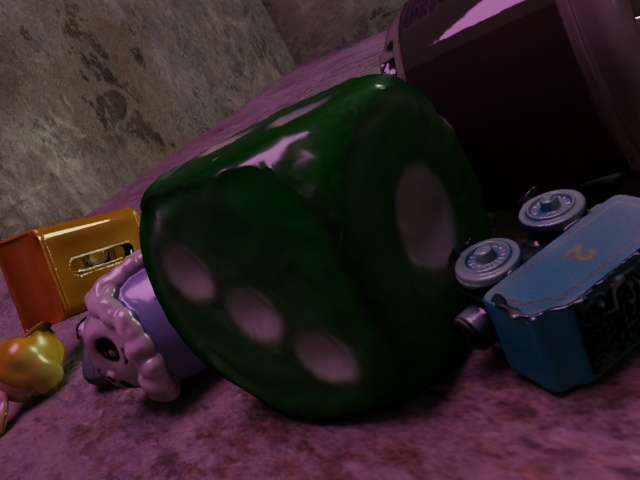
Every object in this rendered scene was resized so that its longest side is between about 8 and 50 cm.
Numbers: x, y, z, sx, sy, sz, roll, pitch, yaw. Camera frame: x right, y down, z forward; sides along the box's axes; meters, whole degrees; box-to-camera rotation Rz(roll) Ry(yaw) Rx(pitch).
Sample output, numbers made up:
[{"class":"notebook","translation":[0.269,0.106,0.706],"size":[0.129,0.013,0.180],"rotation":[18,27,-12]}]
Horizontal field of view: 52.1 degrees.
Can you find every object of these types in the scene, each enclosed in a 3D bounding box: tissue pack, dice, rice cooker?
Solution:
[{"class":"tissue pack","translation":[-0.501,0.049,1.377],"size":[0.145,0.194,0.274],"rotation":[-19,4,29]},{"class":"dice","translation":[0.000,0.000,0.744],"size":[0.300,0.297,0.287],"rotation":[-13,25,42]},{"class":"rice cooker","translation":[0.280,-0.224,0.823],"size":[0.325,0.335,0.335],"rotation":[-21,22,37]}]

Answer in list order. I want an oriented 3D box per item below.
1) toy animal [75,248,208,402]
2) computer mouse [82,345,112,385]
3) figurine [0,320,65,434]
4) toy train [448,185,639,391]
[{"class":"toy animal","translation":[-0.217,0.130,0.923],"size":[0.156,0.208,0.204],"rotation":[27,55,37]},{"class":"computer mouse","translation":[-0.271,0.103,1.157],"size":[0.371,0.121,0.188],"rotation":[-36,21,-23]},{"class":"figurine","translation":[-0.569,0.259,1.199],"size":[0.156,0.131,0.246],"rotation":[20,55,15]},{"class":"toy train","translation":[0.229,0.037,0.606],"size":[0.203,0.112,0.163],"rotation":[-37,27,-13]}]
